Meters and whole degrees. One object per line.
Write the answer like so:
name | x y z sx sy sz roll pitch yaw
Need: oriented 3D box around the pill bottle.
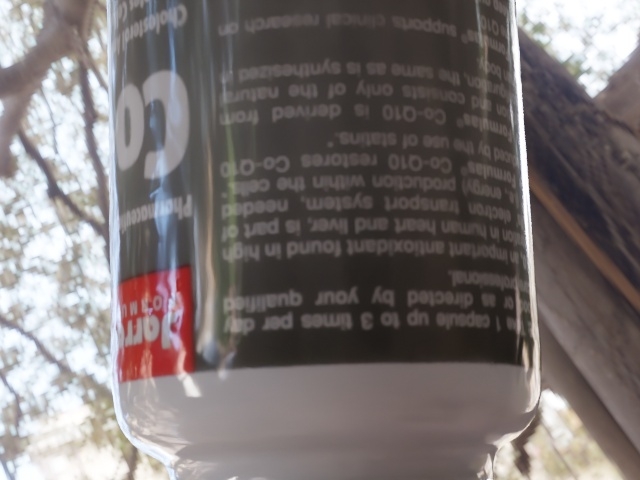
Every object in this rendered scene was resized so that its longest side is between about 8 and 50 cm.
pill bottle | 0.000 0.000 0.511 0.161 0.283 0.161 -2 -10 0
